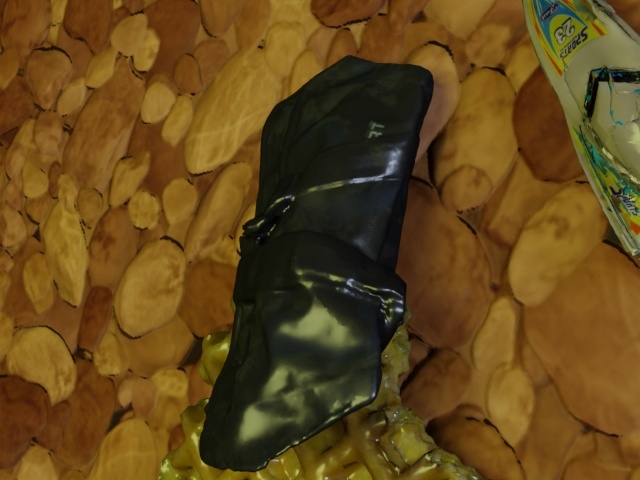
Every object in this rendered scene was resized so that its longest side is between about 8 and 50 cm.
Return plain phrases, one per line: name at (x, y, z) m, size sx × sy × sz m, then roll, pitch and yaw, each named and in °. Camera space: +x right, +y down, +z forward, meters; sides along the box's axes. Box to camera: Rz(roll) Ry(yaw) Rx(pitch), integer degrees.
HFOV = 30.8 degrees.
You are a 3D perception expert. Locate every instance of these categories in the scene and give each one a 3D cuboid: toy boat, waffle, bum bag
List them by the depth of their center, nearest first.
toy boat at (0.165, -0.080, 0.645) m, size 0.084 × 0.066 × 0.210 m, roll -43°, pitch 55°, yaw 24°
bum bag at (0.000, 0.000, 0.725) m, size 0.137 × 0.074 × 0.310 m, roll -14°, pitch 53°, yaw 35°
waffle at (-0.002, 0.153, 0.747) m, size 0.291 × 0.051 × 0.291 m, roll -9°, pitch 75°, yaw 39°
